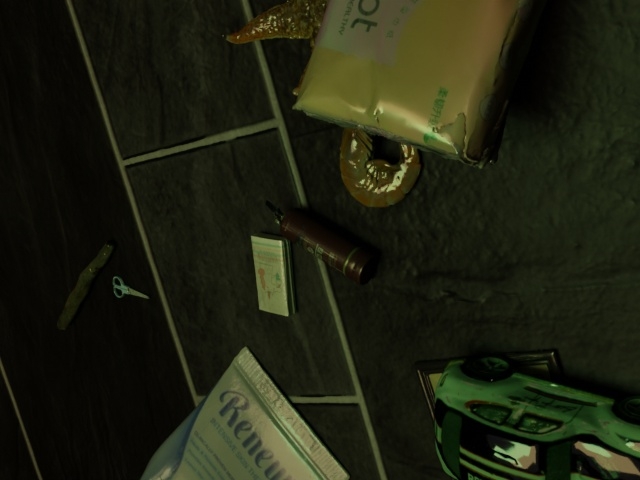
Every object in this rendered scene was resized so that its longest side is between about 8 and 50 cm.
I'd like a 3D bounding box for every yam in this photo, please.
[{"bbox_3d":[-0.378,0.071,1.595,0.027,0.029,0.234,33,129,-8],"label":"yam"}]

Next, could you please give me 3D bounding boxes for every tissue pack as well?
[{"bbox_3d":[-0.061,0.045,1.312,0.056,0.023,0.108,12,114,37],"label":"tissue pack"},{"bbox_3d":[0.109,-0.215,0.960,0.215,0.123,0.256,21,94,26],"label":"tissue pack"}]

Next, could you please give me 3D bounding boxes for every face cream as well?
[{"bbox_3d":[-0.151,0.370,1.483,0.234,0.137,0.420,50,120,15],"label":"face cream"}]

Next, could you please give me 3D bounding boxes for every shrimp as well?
[{"bbox_3d":[0.067,-0.112,1.125,0.095,0.045,0.162,20,117,33],"label":"shrimp"}]

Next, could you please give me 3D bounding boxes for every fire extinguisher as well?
[{"bbox_3d":[0.000,0.000,1.230,0.158,0.043,0.064,32,168,28],"label":"fire extinguisher"}]

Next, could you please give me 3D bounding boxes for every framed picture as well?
[{"bbox_3d":[0.216,0.224,1.158,0.199,0.010,0.195,-12,99,42],"label":"framed picture"}]

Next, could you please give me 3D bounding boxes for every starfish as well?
[{"bbox_3d":[0.000,-0.286,1.113,0.138,0.050,0.247,44,119,16],"label":"starfish"}]

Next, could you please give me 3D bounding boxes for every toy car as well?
[{"bbox_3d":[0.240,0.225,1.048,0.306,0.125,0.136,14,115,37],"label":"toy car"}]

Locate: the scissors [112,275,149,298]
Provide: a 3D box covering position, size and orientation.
[{"bbox_3d":[-0.292,0.078,1.534,0.083,0.006,0.036,14,114,36],"label":"scissors"}]
